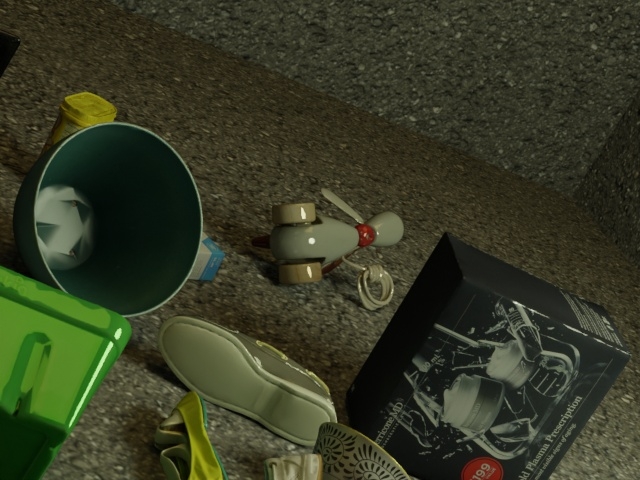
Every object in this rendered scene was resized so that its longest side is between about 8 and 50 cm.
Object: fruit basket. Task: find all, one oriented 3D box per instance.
[{"bbox_3d":[-0.435,0.104,1.638,0.392,0.283,0.392,22,38,-18],"label":"fruit basket"}]

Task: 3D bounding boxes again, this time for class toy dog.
[{"bbox_3d":[0.000,0.000,2.671,0.161,0.220,0.333,4,-12,44],"label":"toy dog"}]

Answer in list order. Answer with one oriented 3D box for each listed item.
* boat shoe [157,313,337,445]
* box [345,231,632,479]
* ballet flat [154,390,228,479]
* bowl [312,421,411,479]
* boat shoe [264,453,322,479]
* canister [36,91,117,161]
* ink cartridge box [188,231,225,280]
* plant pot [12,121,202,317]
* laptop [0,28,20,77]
[{"bbox_3d":[-0.110,0.201,2.068,0.305,0.109,0.091,33,17,-10],"label":"boat shoe"},{"bbox_3d":[0.259,0.218,2.189,0.312,0.343,0.179,24,20,-14],"label":"box"},{"bbox_3d":[-0.180,0.276,1.827,0.077,0.077,0.231,3,29,-20],"label":"ballet flat"},{"bbox_3d":[0.043,0.340,1.920,0.170,0.170,0.080,34,63,13],"label":"bowl"},{"bbox_3d":[-0.053,0.375,1.739,0.096,0.098,0.277,3,28,3],"label":"boat shoe"},{"bbox_3d":[-0.441,-0.169,2.428,0.073,0.170,0.126,32,18,7],"label":"canister"},{"bbox_3d":[-0.267,0.014,2.384,0.180,0.060,0.104,6,30,-50],"label":"ink cartridge box"},{"bbox_3d":[-0.354,-0.026,2.101,0.290,0.290,0.195,15,-12,-38],"label":"plant pot"},{"bbox_3d":[-0.733,-0.326,2.213,0.382,0.408,0.236,19,43,-26],"label":"laptop"}]
